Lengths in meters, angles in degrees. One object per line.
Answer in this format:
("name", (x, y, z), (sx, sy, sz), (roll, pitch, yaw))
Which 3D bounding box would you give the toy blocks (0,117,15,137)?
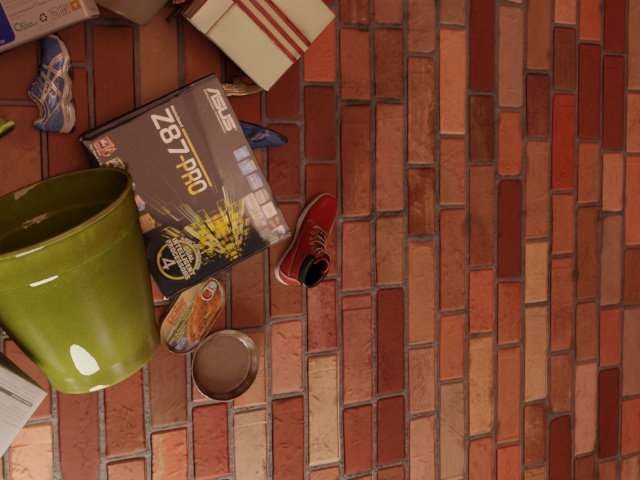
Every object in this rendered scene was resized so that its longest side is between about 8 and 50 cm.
("toy blocks", (-0.801, -0.213, 1.489), (0.381, 0.191, 0.261), (-40, 100, -20))

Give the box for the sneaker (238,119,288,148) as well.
("sneaker", (-0.177, -0.232, 1.870), (0.209, 0.069, 0.082), (10, 100, -28))

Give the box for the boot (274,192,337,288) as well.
("boot", (0.000, 0.000, 1.915), (0.088, 0.176, 0.244), (32, 77, -24))

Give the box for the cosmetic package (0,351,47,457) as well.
("cosmetic package", (-0.674, 0.313, 1.535), (0.224, 0.224, 0.138), (-55, 134, -14))

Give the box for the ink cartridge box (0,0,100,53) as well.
("ink cartridge box", (-0.613, -0.515, 1.522), (0.303, 0.072, 0.307), (-16, 104, 14))

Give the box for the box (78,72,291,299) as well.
("box", (-0.287, -0.116, 1.765), (0.318, 0.097, 0.395), (-27, 106, -11))

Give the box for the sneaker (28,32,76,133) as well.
("sneaker", (-0.548, -0.321, 1.653), (0.081, 0.080, 0.211), (-9, 96, -30))

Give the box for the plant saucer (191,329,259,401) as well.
("plant saucer", (-0.224, 0.289, 1.899), (0.168, 0.029, 0.168), (-3, 96, -28))

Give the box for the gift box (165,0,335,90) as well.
("gift box", (-0.167, -0.497, 1.755), (0.258, 0.276, 0.255), (42, 88, -28))

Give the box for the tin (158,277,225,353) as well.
("tin", (-0.294, 0.167, 1.849), (0.106, 0.040, 0.189), (40, 76, -29))

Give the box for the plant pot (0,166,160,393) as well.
("plant pot", (-0.482, 0.094, 1.592), (0.366, 0.366, 0.353), (-28, 117, -24))

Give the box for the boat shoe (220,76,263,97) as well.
("boat shoe", (-0.195, -0.350, 1.856), (0.135, 0.050, 0.045), (-13, 105, -27))

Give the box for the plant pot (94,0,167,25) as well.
("plant pot", (-0.380, -0.597, 1.623), (0.323, 0.323, 0.280), (23, 100, -27))
